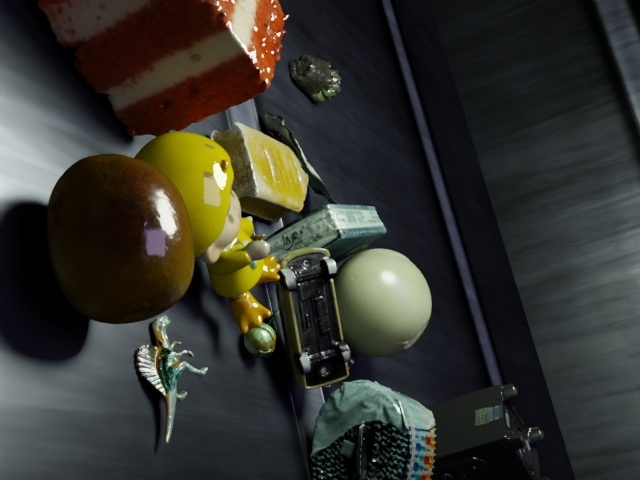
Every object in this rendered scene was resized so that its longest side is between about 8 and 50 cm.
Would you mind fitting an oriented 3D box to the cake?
[{"bbox_3d":[-0.248,-0.376,1.614,0.319,0.270,0.269,54,26,-34],"label":"cake"}]

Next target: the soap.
[{"bbox_3d":[-0.108,-0.125,1.975,0.257,0.080,0.160,16,56,-63],"label":"soap"}]

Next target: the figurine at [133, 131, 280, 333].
[{"bbox_3d":[-0.176,-0.013,1.594,0.215,0.187,0.343,-100,163,-49],"label":"figurine"}]

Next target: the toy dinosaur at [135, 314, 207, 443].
[{"bbox_3d":[-0.229,0.193,1.469,0.106,0.044,0.187,45,42,-20],"label":"toy dinosaur"}]

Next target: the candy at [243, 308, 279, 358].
[{"bbox_3d":[-0.093,0.157,1.815,0.202,0.061,0.061,-56,123,-74],"label":"candy"}]

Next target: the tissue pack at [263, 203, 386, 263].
[{"bbox_3d":[0.000,0.000,1.971,0.081,0.185,0.257,62,21,10],"label":"tissue pack"}]

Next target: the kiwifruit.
[{"bbox_3d":[-0.269,-0.009,1.347,0.196,0.196,0.233,22,47,-62],"label":"kiwifruit"}]

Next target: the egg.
[{"bbox_3d":[0.119,0.130,2.079,0.269,0.219,0.219,80,-4,-74],"label":"egg"}]

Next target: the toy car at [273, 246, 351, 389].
[{"bbox_3d":[-0.023,0.132,1.815,0.124,0.101,0.256,-156,-126,-66],"label":"toy car"}]

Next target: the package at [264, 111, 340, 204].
[{"bbox_3d":[-0.046,-0.171,2.143,0.232,0.040,0.166,58,-8,-34],"label":"package"}]

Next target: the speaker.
[{"bbox_3d":[0.374,0.490,2.325,0.232,0.254,0.184,56,24,-32],"label":"speaker"}]

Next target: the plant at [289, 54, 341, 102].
[{"bbox_3d":[-0.010,-0.395,2.447,0.143,0.092,0.094,29,36,-50],"label":"plant"}]

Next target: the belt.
[{"bbox_3d":[0.093,0.383,1.823,0.150,0.207,0.257,31,59,-58],"label":"belt"}]

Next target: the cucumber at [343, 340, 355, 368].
[{"bbox_3d":[-0.001,0.161,2.001,0.214,0.058,0.052,62,35,-16],"label":"cucumber"}]
